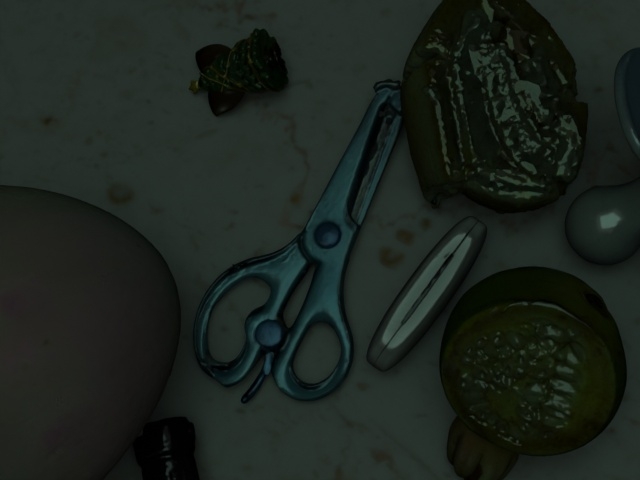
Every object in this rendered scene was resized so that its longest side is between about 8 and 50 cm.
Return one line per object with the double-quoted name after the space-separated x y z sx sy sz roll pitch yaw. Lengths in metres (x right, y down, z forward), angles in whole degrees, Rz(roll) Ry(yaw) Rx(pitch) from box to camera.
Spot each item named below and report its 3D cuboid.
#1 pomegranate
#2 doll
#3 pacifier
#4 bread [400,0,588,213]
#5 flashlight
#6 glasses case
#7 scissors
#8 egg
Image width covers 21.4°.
0.223 0.139 1.752 0.190 0.159 0.240 0 107 13 "pomegranate"
-0.096 -0.188 1.868 0.113 0.076 0.078 -17 87 2 "doll"
0.363 -0.049 1.770 0.233 0.244 0.299 -28 87 30 "pacifier"
0.179 -0.149 1.810 0.186 0.124 0.257 -17 81 -8 "bread"
-0.148 0.301 1.776 0.093 0.093 0.232 -16 76 1 "flashlight"
0.114 0.057 1.807 0.049 0.074 0.193 35 84 7 "glasses case"
0.000 0.000 1.848 0.180 0.032 0.393 24 83 9 "scissors"
-0.302 0.102 1.705 0.340 0.354 0.354 -22 78 -17 "egg"
